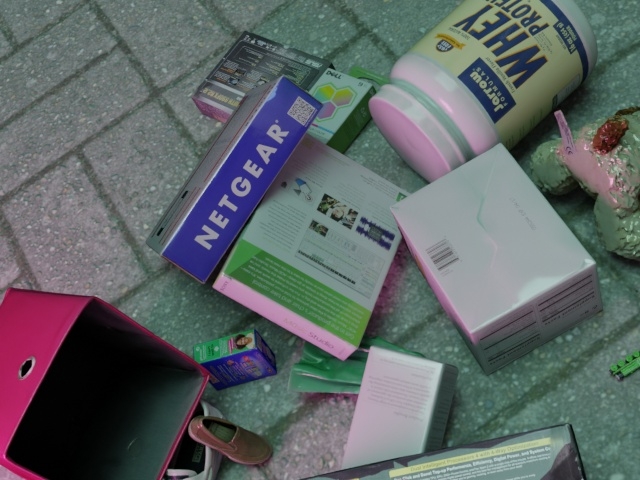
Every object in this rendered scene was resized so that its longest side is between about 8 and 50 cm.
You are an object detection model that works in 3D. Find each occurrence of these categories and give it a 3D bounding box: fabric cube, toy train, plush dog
[{"bbox_3d":[-0.376,0.240,1.472,0.258,0.259,0.254,2,59,46],"label":"fabric cube"},{"bbox_3d":[0.448,0.170,1.387,0.083,0.017,0.024,-32,64,-1],"label":"toy train"},{"bbox_3d":[0.482,-0.132,1.482,0.225,0.211,0.262,-21,50,-26],"label":"plush dog"}]

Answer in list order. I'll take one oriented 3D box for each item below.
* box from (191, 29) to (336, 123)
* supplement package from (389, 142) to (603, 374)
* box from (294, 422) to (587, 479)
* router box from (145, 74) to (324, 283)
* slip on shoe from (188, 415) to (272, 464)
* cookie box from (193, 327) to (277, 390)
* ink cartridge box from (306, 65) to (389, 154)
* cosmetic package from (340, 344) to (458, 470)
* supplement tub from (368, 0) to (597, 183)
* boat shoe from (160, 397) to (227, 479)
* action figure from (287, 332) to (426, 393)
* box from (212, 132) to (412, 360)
[{"bbox_3d":[-0.106,-0.292,1.877,0.231,0.056,0.183,26,72,32],"label":"box"},{"bbox_3d":[0.261,0.026,1.472,0.204,0.145,0.262,-30,52,1],"label":"supplement package"},{"bbox_3d":[0.160,0.425,1.228,0.395,0.097,0.318,-16,77,13],"label":"box"},{"bbox_3d":[-0.153,-0.101,1.612,0.335,0.082,0.301,-56,14,-4],"label":"router box"},{"bbox_3d":[-0.130,0.296,1.469,0.041,0.135,0.051,-43,24,50],"label":"slip on shoe"},{"bbox_3d":[-0.136,0.190,1.557,0.107,0.092,0.040,-17,52,11],"label":"cookie box"},{"bbox_3d":[0.035,-0.248,1.789,0.109,0.062,0.209,27,71,34],"label":"ink cartridge box"},{"bbox_3d":[0.107,0.274,1.375,0.117,0.085,0.231,12,84,26],"label":"cosmetic package"},{"bbox_3d":[0.262,-0.262,1.601,0.325,0.235,0.235,-43,54,-9],"label":"supplement tub"},{"bbox_3d":[-0.201,0.367,1.469,0.096,0.088,0.267,3,60,23],"label":"boat shoe"},{"bbox_3d":[0.080,0.196,1.486,0.232,0.063,0.137,8,61,26],"label":"action figure"},{"bbox_3d":[0.000,0.000,1.532,0.232,0.058,0.322,30,52,-6],"label":"box"}]
